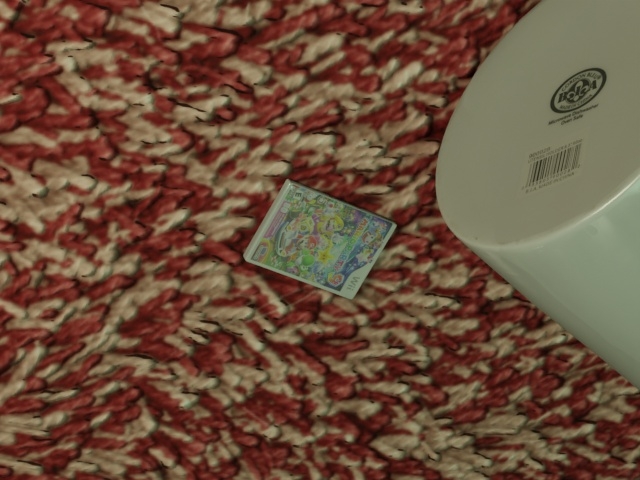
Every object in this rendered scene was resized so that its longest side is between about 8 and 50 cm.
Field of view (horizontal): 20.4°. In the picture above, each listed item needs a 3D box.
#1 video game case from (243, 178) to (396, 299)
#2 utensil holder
[{"bbox_3d":[0.000,0.000,1.648,0.122,0.011,0.087,21,109,-29],"label":"video game case"},{"bbox_3d":[0.339,-0.023,1.578,0.385,0.327,0.327,38,101,-29],"label":"utensil holder"}]
